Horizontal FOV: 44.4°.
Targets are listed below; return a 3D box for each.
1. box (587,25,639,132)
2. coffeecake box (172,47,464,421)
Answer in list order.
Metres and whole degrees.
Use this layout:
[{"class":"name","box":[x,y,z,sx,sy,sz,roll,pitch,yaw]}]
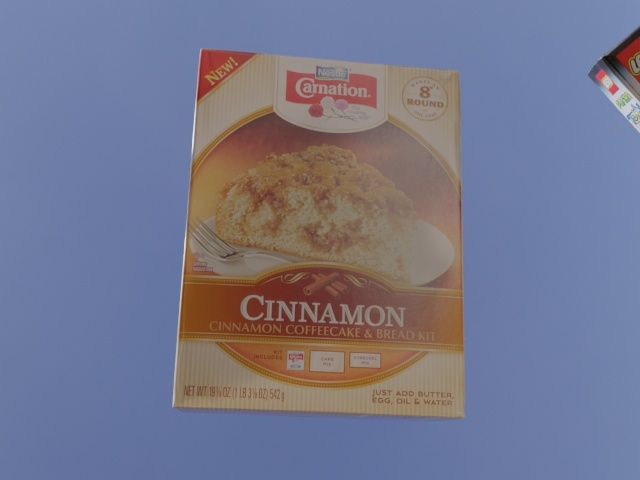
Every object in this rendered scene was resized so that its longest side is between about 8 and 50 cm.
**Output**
[{"class":"box","box":[0.275,-0.126,0.455,0.114,0.207,0.036,50,-178,7]},{"class":"coffeecake box","box":[0.000,0.000,0.424,0.142,0.068,0.186,3,-105,-6]}]
